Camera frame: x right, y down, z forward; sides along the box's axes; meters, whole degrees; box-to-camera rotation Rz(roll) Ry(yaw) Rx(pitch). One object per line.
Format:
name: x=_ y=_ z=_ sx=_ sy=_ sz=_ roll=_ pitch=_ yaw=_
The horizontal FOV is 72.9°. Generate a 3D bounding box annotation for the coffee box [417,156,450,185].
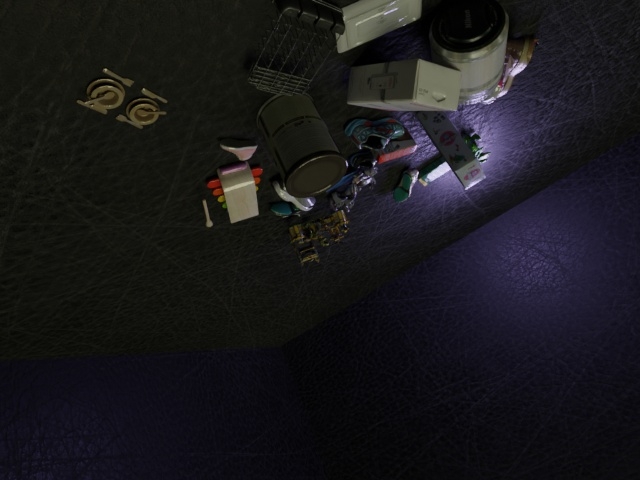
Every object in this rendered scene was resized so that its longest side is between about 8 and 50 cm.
coffee box: x=0.571 y=-0.349 z=2.157 sx=0.184 sy=0.040 sz=0.113 roll=-33 pitch=155 yaw=18

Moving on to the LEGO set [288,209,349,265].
LEGO set: x=0.000 y=0.000 z=2.078 sx=0.332 sy=0.192 sz=0.255 roll=-19 pitch=175 yaw=-21

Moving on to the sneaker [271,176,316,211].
sneaker: x=-0.084 y=-0.199 z=1.778 sx=0.108 sy=0.100 sz=0.272 roll=-38 pitch=153 yaw=16

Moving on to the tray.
tray: x=0.169 y=-0.626 z=1.218 sx=0.271 sy=0.030 sz=0.145 roll=-24 pitch=155 yaw=-1

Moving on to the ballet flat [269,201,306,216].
ballet flat: x=-0.137 y=-0.132 z=1.901 sx=0.203 sy=0.074 sz=0.074 roll=-12 pitch=153 yaw=-31

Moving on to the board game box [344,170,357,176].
board game box: x=0.087 y=-0.268 z=1.862 sx=0.169 sy=0.033 sz=0.133 roll=-31 pitch=175 yaw=-37

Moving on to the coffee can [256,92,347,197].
coffee can: x=-0.062 y=-0.302 z=1.362 sx=0.202 sy=0.275 sz=0.201 roll=-20 pitch=156 yaw=-9

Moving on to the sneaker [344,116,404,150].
sneaker: x=0.218 y=-0.387 z=1.639 sx=0.262 sy=0.125 sz=0.104 roll=-11 pitch=153 yaw=-28

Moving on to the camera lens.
camera lens: x=0.457 y=-0.584 z=1.343 sx=0.220 sy=0.219 sz=0.274 roll=-28 pitch=156 yaw=8

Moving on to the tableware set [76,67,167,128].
tableware set: x=-0.506 y=-0.352 z=1.129 sx=0.128 sy=0.039 sz=0.194 roll=-35 pitch=154 yaw=23

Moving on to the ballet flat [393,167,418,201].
ballet flat: x=0.428 y=-0.273 z=2.137 sx=0.077 sy=0.091 sz=0.241 roll=-40 pitch=167 yaw=-23

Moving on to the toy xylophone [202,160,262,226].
toy xylophone: x=-0.335 y=-0.160 z=1.635 sx=0.237 sy=0.081 sz=0.322 roll=-15 pitch=154 yaw=-21

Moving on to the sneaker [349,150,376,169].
sneaker: x=0.215 y=-0.336 z=1.799 sx=0.188 sy=0.078 sz=0.067 roll=-20 pitch=156 yaw=-13

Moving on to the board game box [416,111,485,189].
board game box: x=0.520 y=-0.375 z=1.730 sx=0.098 sy=0.303 sz=0.224 roll=-33 pitch=155 yaw=18

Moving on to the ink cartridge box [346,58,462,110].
ink cartridge box: x=0.252 y=-0.464 z=1.321 sx=0.207 sy=0.283 sz=0.117 roll=-4 pitch=105 yaw=-38

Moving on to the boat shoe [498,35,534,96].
boat shoe: x=0.641 y=-0.622 z=1.562 sx=0.123 sy=0.123 sz=0.342 roll=7 pitch=178 yaw=3

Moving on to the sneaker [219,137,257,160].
sneaker: x=-0.278 y=-0.298 z=1.441 sx=0.134 sy=0.051 sz=0.070 roll=-9 pitch=147 yaw=-40

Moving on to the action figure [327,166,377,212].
action figure: x=0.159 y=-0.234 z=1.922 sx=0.185 sy=0.099 sz=0.285 roll=-16 pitch=162 yaw=-44

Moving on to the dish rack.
dish rack: x=-0.074 y=-0.511 z=1.163 sx=0.208 sy=0.074 sz=0.271 roll=2 pitch=148 yaw=-35

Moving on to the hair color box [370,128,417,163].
hair color box: x=0.293 y=-0.384 z=1.758 sx=0.167 sy=0.093 sz=0.053 roll=-19 pitch=156 yaw=-14

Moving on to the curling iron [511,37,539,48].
curling iron: x=0.678 y=-0.695 z=1.552 sx=0.274 sy=0.035 sz=0.068 roll=-13 pitch=155 yaw=-24

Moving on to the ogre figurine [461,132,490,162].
ogre figurine: x=0.715 y=-0.436 z=2.021 sx=0.197 sy=0.118 sz=0.097 roll=-4 pitch=145 yaw=-41

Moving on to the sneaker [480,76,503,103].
sneaker: x=0.529 y=-0.539 z=1.542 sx=0.111 sy=0.102 sz=0.252 roll=1 pitch=-173 yaw=-28
